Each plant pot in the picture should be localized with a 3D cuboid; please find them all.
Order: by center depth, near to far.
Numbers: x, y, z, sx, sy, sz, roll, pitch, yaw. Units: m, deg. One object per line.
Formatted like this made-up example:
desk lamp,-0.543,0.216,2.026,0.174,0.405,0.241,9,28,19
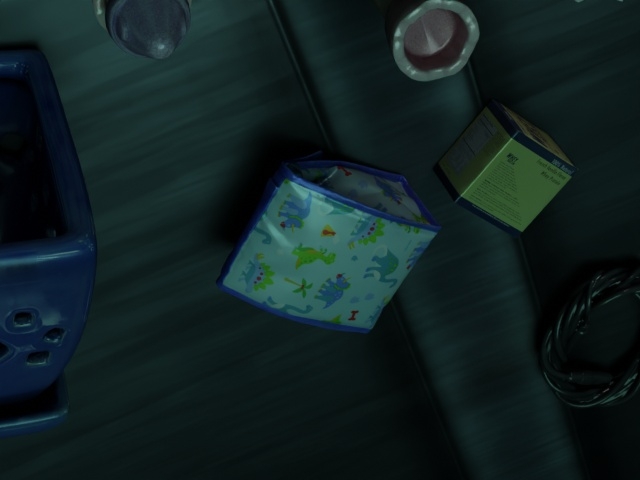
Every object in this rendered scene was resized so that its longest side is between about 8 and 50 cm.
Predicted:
plant pot,-0.290,0.019,0.880,0.235,0.236,0.212,-6,132,-17

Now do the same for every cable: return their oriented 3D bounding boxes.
cable,0.290,0.097,1.281,0.150,0.047,0.184,-27,133,7

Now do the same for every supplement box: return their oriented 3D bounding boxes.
supplement box,0.161,-0.062,1.098,0.083,0.056,0.083,26,113,-34

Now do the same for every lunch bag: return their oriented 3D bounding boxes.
lunch bag,0.000,0.000,1.059,0.151,0.096,0.129,10,122,-38

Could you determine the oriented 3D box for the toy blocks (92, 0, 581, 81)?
toy blocks,0.017,-0.241,0.778,0.288,0.260,0.309,4,124,-23
